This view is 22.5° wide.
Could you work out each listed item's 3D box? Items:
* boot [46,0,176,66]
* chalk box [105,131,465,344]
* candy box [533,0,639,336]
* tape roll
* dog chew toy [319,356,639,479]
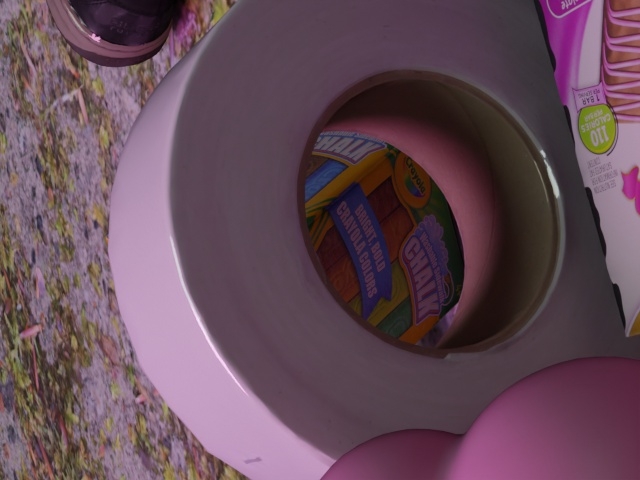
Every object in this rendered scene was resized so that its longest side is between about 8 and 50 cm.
[{"bbox_3d":[-0.185,-0.356,1.282,0.284,0.138,0.377,-37,72,62],"label":"boot"},{"bbox_3d":[0.000,0.000,1.002,0.132,0.213,0.132,14,134,42],"label":"chalk box"},{"bbox_3d":[0.183,-0.082,0.756,0.159,0.071,0.234,-26,79,62],"label":"candy box"},{"bbox_3d":[0.037,-0.003,0.837,0.100,0.286,0.286,-29,75,62],"label":"tape roll"},{"bbox_3d":[0.139,0.134,0.659,0.331,0.206,0.207,-7,90,18],"label":"dog chew toy"}]
